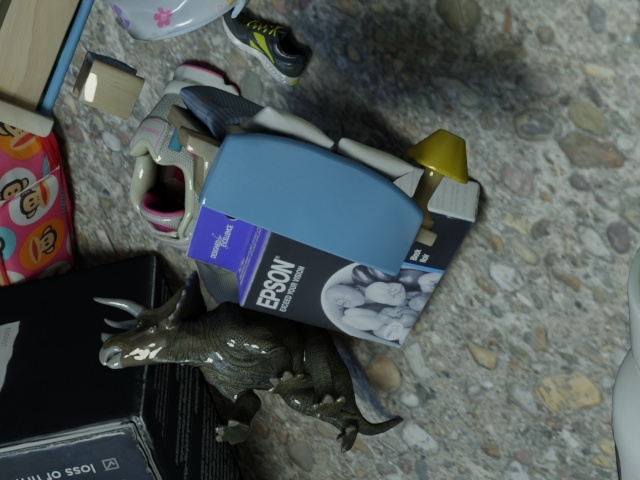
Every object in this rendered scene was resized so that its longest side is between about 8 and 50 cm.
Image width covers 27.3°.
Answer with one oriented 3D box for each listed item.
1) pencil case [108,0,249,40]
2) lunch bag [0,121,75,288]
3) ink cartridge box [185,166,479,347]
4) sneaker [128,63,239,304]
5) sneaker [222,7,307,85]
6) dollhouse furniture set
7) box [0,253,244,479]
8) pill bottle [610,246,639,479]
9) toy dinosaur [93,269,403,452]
[{"bbox_3d":[-0.144,-0.286,0.978,0.124,0.113,0.273,-15,116,20],"label":"pencil case"},{"bbox_3d":[-0.401,-0.067,1.464,0.258,0.120,0.293,32,143,22],"label":"lunch bag"},{"bbox_3d":[0.000,0.000,1.086,0.208,0.045,0.206,15,144,-5],"label":"ink cartridge box"},{"bbox_3d":[-0.117,-0.030,1.202,0.103,0.111,0.252,16,135,37],"label":"sneaker"},{"bbox_3d":[-0.042,-0.164,1.067,0.083,0.031,0.035,41,132,1],"label":"sneaker"},{"bbox_3d":[-0.057,-0.143,0.891,0.303,0.198,0.286,21,-170,-20],"label":"dollhouse furniture set"},{"bbox_3d":[-0.338,0.323,1.434,0.479,0.297,0.472,-13,122,6],"label":"box"},{"bbox_3d":[0.300,0.162,0.865,0.204,0.204,0.361,17,136,36],"label":"pill bottle"},{"bbox_3d":[-0.037,0.105,1.203,0.121,0.313,0.160,-57,39,32],"label":"toy dinosaur"}]
